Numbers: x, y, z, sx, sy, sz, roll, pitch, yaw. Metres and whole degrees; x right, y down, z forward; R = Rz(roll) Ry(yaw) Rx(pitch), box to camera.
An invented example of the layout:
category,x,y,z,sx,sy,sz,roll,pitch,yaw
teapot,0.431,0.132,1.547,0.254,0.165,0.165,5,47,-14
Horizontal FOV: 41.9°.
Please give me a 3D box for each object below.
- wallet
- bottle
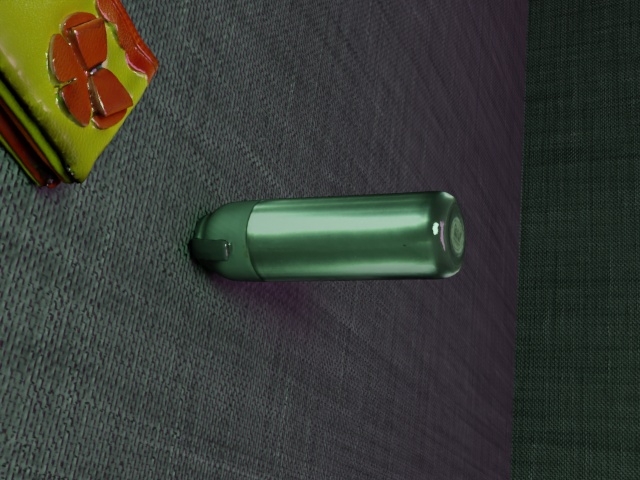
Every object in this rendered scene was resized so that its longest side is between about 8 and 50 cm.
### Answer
category,x,y,z,sx,sy,sz,roll,pitch,yaw
wallet,-0.198,-0.165,0.551,0.141,0.067,0.241,-62,142,-33
bottle,0.000,0.000,0.760,0.096,0.254,0.079,-23,109,-62
